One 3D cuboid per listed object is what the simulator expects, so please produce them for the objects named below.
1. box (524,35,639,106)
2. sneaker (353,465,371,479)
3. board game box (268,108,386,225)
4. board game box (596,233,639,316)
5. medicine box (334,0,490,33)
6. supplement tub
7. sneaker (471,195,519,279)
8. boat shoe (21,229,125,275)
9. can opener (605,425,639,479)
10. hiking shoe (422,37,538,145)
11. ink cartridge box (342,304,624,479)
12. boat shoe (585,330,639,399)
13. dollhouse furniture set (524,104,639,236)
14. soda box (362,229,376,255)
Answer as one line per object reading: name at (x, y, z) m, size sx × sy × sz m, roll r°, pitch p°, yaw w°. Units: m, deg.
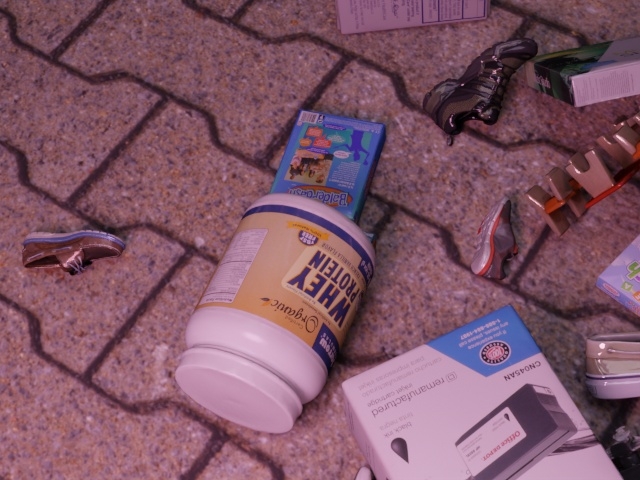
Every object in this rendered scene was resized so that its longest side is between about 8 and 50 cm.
box at (0.492, -0.290, 2.001) m, size 0.232 × 0.058 × 0.322 m, roll -12°, pitch 13°, yaw -2°
sneaker at (0.068, 0.405, 1.728) m, size 0.061 × 0.053 × 0.152 m, roll 5°, pitch 64°, yaw -1°
board game box at (0.011, -0.123, 2.068) m, size 0.160 × 0.047 × 0.210 m, roll 12°, pitch 59°, yaw 13°
board game box at (0.573, 0.044, 1.906) m, size 0.160 × 0.039 × 0.211 m, roll 38°, pitch 70°, yaw 25°
medicine box at (0.165, -0.549, 2.264) m, size 0.289 × 0.149 × 0.263 m, roll -5°, pitch 57°, yaw 3°
supplement tub at (-0.068, 0.111, 1.820) m, size 0.228 × 0.228 × 0.316 m, roll 16°, pitch 61°, yaw 16°
sneaker at (0.297, 0.001, 1.965) m, size 0.065 × 0.061 × 0.157 m, roll 26°, pitch 61°, yaw -9°
boat shoe at (-0.419, 0.025, 2.017) m, size 0.183 × 0.066 × 0.066 m, roll -2°, pitch 62°, yaw 17°
can opener at (0.521, 0.274, 1.687) m, size 0.280 × 0.074 × 0.093 m, roll -31°, pitch 83°, yaw 23°
hiking shoe at (0.297, -0.261, 2.091) m, size 0.227 × 0.086 × 0.114 m, roll -34°, pitch 72°, yaw 17°
ink cartridge box at (0.243, 0.332, 1.681) m, size 0.286 × 0.166 × 0.394 m, roll -24°, pitch 59°, yaw -9°
boat shoe at (0.544, 0.169, 1.773) m, size 0.302 × 0.109 × 0.094 m, roll -10°, pitch 100°, yaw 2°
dollhouse furniture set at (0.503, -0.122, 1.910) m, size 0.135 × 0.262 × 0.259 m, roll 53°, pitch 46°, yaw 0°
soda box at (0.000, 0.000, 1.981) m, size 0.183 × 0.063 × 0.058 m, roll 18°, pitch 61°, yaw 17°
